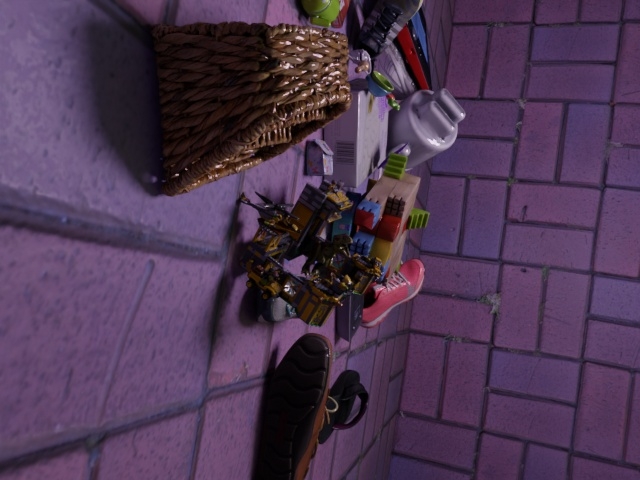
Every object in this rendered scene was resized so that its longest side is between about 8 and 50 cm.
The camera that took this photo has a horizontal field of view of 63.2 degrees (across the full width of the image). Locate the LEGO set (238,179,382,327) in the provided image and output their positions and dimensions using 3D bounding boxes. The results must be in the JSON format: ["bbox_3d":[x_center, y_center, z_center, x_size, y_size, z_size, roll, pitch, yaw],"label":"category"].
[{"bbox_3d":[0.010,-0.002,0.995,0.331,0.255,0.192,-10,134,-59],"label":"LEGO set"}]

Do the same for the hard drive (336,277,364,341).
[{"bbox_3d":[0.098,0.172,1.648,0.172,0.054,0.255,-42,136,-63],"label":"hard drive"}]

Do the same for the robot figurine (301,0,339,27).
[{"bbox_3d":[-0.001,-0.491,1.072,0.115,0.067,0.101,3,96,-71],"label":"robot figurine"}]

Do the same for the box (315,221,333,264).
[{"bbox_3d":[0.000,0.000,1.332,0.136,0.028,0.081,-60,153,-45],"label":"box"}]

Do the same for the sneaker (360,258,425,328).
[{"bbox_3d":[0.235,0.174,1.794,0.314,0.116,0.136,-44,143,0],"label":"sneaker"}]

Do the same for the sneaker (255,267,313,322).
[{"bbox_3d":[-0.043,0.116,1.096,0.283,0.122,0.110,-2,99,-71],"label":"sneaker"}]

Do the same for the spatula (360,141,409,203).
[{"bbox_3d":[0.161,-0.176,1.519,0.084,0.030,0.296,-49,175,-44],"label":"spatula"}]

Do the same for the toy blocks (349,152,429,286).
[{"bbox_3d":[0.159,-0.004,1.395,0.261,0.191,0.381,-51,155,-49],"label":"toy blocks"}]

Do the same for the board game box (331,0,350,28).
[{"bbox_3d":[0.025,-0.635,1.160,0.281,0.027,0.145,62,41,-61],"label":"board game box"}]

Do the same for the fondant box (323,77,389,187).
[{"bbox_3d":[0.104,-0.304,1.418,0.330,0.096,0.238,-49,143,-61],"label":"fondant box"}]

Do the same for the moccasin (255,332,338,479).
[{"bbox_3d":[-0.044,0.395,1.176,0.147,0.139,0.380,4,94,-73],"label":"moccasin"}]

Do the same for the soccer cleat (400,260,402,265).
[{"bbox_3d":[0.242,0.093,1.909,0.331,0.143,0.116,11,86,-71],"label":"soccer cleat"}]

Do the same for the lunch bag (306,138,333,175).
[{"bbox_3d":[0.000,-0.193,1.217,0.071,0.053,0.083,-17,104,-71],"label":"lunch bag"}]

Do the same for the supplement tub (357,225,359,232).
[{"bbox_3d":[0.175,-0.030,1.701,0.190,0.117,0.117,-10,107,-71],"label":"supplement tub"}]

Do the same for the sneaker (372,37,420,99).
[{"bbox_3d":[0.209,-0.543,1.616,0.297,0.129,0.111,54,37,-40],"label":"sneaker"}]

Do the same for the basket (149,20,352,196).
[{"bbox_3d":[-0.069,-0.188,0.754,0.299,0.213,0.223,-39,132,-64],"label":"basket"}]

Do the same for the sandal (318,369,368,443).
[{"bbox_3d":[0.079,0.533,1.647,0.446,0.107,0.167,-5,102,-71],"label":"sandal"}]

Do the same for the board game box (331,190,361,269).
[{"bbox_3d":[0.068,-0.022,1.428,0.210,0.047,0.160,-66,164,-61],"label":"board game box"}]

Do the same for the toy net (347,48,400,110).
[{"bbox_3d":[0.139,-0.429,1.336,0.122,0.045,0.232,16,39,-37],"label":"toy net"}]

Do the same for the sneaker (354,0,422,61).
[{"bbox_3d":[0.168,-0.558,1.350,0.121,0.111,0.300,-64,-174,-18],"label":"sneaker"}]

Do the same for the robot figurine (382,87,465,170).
[{"bbox_3d":[0.290,-0.342,1.660,0.200,0.353,0.300,49,59,-9],"label":"robot figurine"}]

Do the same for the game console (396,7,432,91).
[{"bbox_3d":[0.285,-0.699,1.630,0.342,0.060,0.386,46,39,-46],"label":"game console"}]
